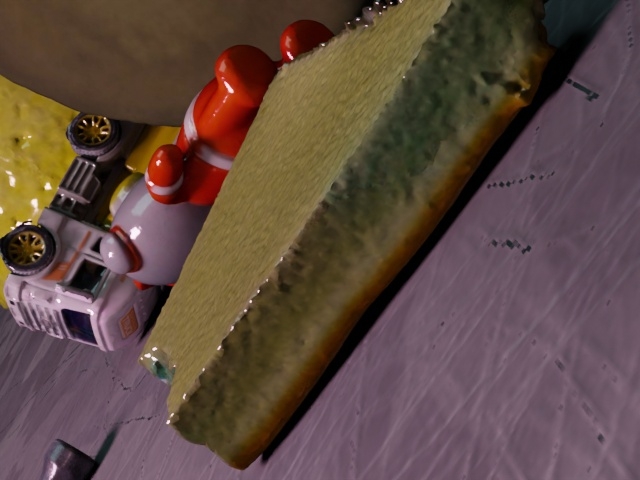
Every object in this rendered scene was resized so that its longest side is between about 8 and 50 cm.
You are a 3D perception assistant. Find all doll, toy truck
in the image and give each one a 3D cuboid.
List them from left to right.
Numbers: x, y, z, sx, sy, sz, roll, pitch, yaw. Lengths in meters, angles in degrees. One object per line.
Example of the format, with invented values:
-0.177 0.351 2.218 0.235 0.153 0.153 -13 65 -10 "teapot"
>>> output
-0.140 -0.029 1.018 0.098 0.114 0.227 92 -158 -65 "toy truck"
-0.069 -0.039 0.848 0.142 0.076 0.245 -29 -13 -40 "doll"

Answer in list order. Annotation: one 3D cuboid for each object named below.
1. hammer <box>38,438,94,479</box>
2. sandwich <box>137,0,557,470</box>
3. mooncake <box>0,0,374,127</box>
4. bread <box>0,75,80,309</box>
-0.157 0.192 0.773 0.137 0.037 0.290 -61 14 -10 "hammer"
0.000 0.000 0.611 0.212 0.063 0.245 -66 15 -14 "sandwich"
-0.110 -0.244 0.903 0.351 0.351 0.187 -46 22 41 "mooncake"
-0.349 -0.123 1.520 0.348 0.308 0.348 -57 12 19 "bread"
